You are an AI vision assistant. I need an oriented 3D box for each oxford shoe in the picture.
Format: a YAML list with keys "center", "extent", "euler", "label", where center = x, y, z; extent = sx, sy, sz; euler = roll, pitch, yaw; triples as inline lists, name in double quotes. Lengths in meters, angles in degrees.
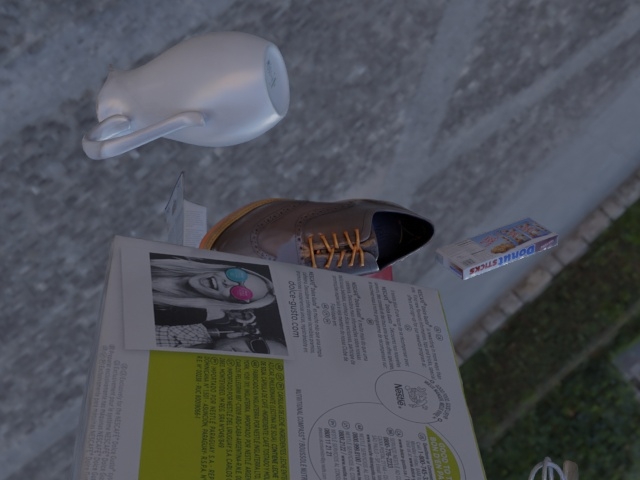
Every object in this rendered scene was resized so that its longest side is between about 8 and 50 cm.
- center: [0.000, 0.000, 1.559]
  extent: [0.363, 0.130, 0.133]
  euler: [-15, -170, -40]
  label: "oxford shoe"

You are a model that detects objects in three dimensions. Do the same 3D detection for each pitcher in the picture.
- center: [-0.149, -0.148, 1.280]
  extent: [0.178, 0.207, 0.125]
  euler: [-74, 152, -52]
  label: "pitcher"

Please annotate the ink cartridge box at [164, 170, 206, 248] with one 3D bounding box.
- center: [-0.225, 0.022, 1.944]
  extent: [0.045, 0.224, 0.223]
  euler: [2, 165, -14]
  label: "ink cartridge box"

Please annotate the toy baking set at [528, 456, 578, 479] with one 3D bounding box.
- center: [0.253, 0.361, 1.332]
  extent: [0.030, 0.197, 0.256]
  euler: [-8, -171, 43]
  label: "toy baking set"

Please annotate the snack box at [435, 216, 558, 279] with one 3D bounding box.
- center: [0.253, 0.009, 1.665]
  extent: [0.178, 0.064, 0.022]
  euler: [-18, 124, -29]
  label: "snack box"

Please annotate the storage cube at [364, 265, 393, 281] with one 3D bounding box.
- center: [0.011, 0.128, 2.096]
  extent: [0.215, 0.183, 0.193]
  euler: [-28, 116, -48]
  label: "storage cube"

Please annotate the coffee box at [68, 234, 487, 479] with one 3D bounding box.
- center: [-0.063, 0.248, 1.074]
  extent: [0.334, 0.338, 0.337]
  euler: [9, 122, -11]
  label: "coffee box"
